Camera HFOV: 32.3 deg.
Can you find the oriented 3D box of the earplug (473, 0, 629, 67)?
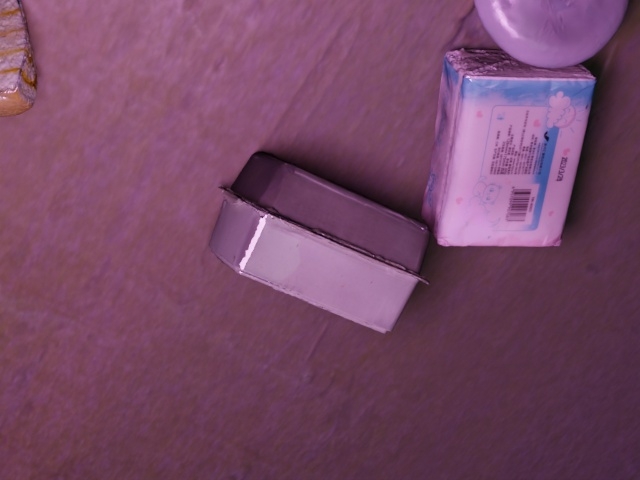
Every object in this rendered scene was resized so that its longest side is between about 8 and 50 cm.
[{"bbox_3d":[0.300,-0.377,1.386,0.214,0.175,0.325,-11,123,-10],"label":"earplug"}]

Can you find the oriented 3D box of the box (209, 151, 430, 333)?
[{"bbox_3d":[0.000,0.000,1.544,0.290,0.220,0.166,23,93,-21],"label":"box"}]

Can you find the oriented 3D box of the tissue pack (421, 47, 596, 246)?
[{"bbox_3d":[0.260,-0.129,1.562,0.201,0.124,0.271,1,120,-9],"label":"tissue pack"}]

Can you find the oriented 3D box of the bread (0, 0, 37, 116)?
[{"bbox_3d":[-0.409,-0.225,1.419,0.103,0.156,0.110,-8,155,4],"label":"bread"}]
